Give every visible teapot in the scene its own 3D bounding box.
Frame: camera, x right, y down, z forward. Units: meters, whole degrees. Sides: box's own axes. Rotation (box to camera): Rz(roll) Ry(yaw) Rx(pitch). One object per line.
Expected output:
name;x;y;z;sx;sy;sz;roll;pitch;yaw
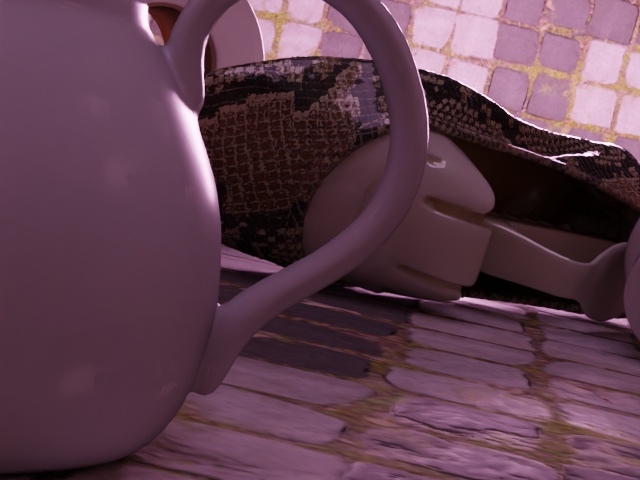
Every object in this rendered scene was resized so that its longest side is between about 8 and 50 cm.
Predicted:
teapot;-0.136;-0.041;0.549;0.252;0.187;0.256;16;6;37

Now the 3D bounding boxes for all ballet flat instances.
ballet flat;0.109;-0.018;1.194;0.482;0.164;0.182;10;25;-42

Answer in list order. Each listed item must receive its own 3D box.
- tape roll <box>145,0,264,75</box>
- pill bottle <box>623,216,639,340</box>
tape roll;-0.204;-0.202;1.872;0.246;0.246;0.169;9;6;-26
pill bottle;0.280;0.005;1.171;0.121;0.121;0.216;14;26;20
